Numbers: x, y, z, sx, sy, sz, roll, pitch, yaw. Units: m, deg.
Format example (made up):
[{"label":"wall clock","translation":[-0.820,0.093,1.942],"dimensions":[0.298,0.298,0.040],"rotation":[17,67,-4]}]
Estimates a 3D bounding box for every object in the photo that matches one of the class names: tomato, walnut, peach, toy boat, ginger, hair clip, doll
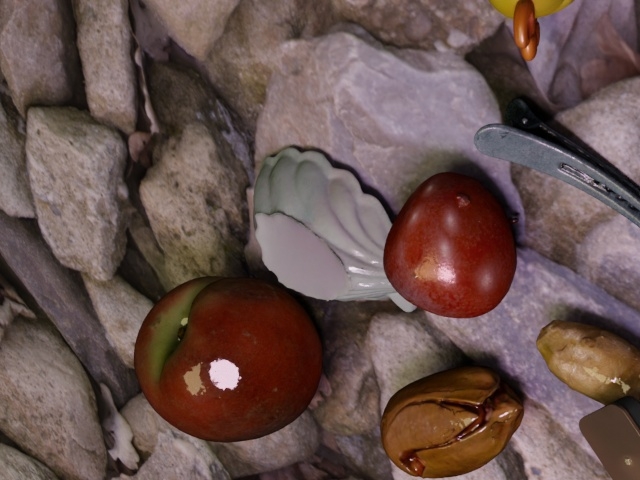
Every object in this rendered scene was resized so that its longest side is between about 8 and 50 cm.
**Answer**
[{"label":"tomato","translation":[0.144,0.014,1.611],"dimensions":[0.167,0.167,0.167],"rotation":[27,134,32]},{"label":"walnut","translation":[0.163,0.226,1.767],"dimensions":[0.245,0.137,0.137],"rotation":[-27,96,43]},{"label":"peach","translation":[-0.123,0.166,1.948],"dimensions":[0.252,0.252,0.252],"rotation":[27,134,32]},{"label":"toy boat","translation":[0.000,0.000,1.796],"dimensions":[0.290,0.100,0.199],"rotation":[26,134,35]},{"label":"ginger","translation":[0.427,0.186,1.471],"dimensions":[0.348,0.122,0.363],"rotation":[52,141,-1]},{"label":"hair clip","translation":[0.294,-0.056,1.477],"dimensions":[0.275,0.083,0.048],"rotation":[34,131,15]},{"label":"doll","translation":[0.183,-0.283,1.369],"dimensions":[0.135,0.143,0.220],"rotation":[-10,112,13]}]

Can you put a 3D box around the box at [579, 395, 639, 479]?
[{"label":"box","translation":[0.335,0.227,1.499],"dimensions":[0.126,0.031,0.091],"rotation":[56,151,9]}]
